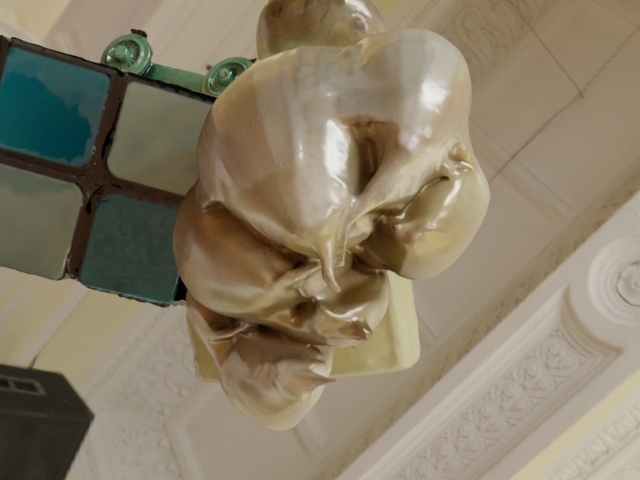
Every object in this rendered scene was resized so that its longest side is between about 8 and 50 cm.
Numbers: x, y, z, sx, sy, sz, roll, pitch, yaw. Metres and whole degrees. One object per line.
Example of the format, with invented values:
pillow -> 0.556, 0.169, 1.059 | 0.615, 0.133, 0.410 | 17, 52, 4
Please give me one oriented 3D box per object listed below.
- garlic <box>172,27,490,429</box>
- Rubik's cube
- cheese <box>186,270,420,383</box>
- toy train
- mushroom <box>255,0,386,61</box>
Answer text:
garlic -> -0.009, -0.013, 0.449 | 0.281, 0.185, 0.203 | -47, -167, 19
Rubik's cube -> -0.175, -0.053, 0.581 | 0.180, 0.184, 0.167 | -149, -107, -81
cheese -> -0.028, 0.016, 0.751 | 0.243, 0.124, 0.265 | -8, -89, 22
toy train -> -0.235, -0.178, 1.103 | 0.397, 0.160, 0.253 | 19, -104, 24
mushroom -> 0.004, -0.367, 1.270 | 0.255, 0.255, 0.184 | -26, -154, 31
